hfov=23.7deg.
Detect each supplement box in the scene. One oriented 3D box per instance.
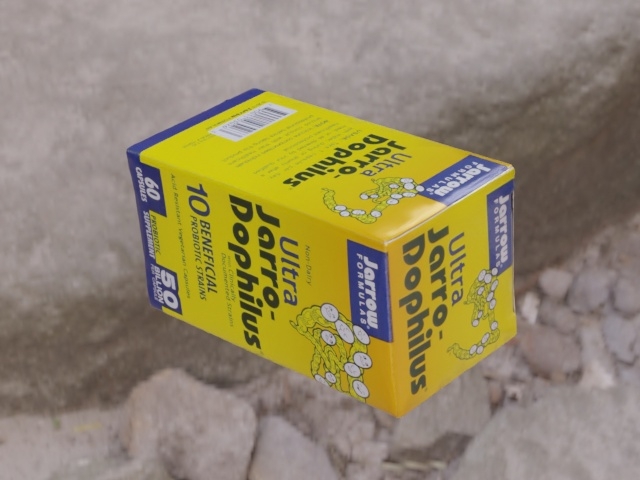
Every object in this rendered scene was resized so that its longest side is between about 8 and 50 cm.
[{"bbox_3d":[0.000,0.000,1.533,0.356,0.194,0.195,20,37,39],"label":"supplement box"}]
